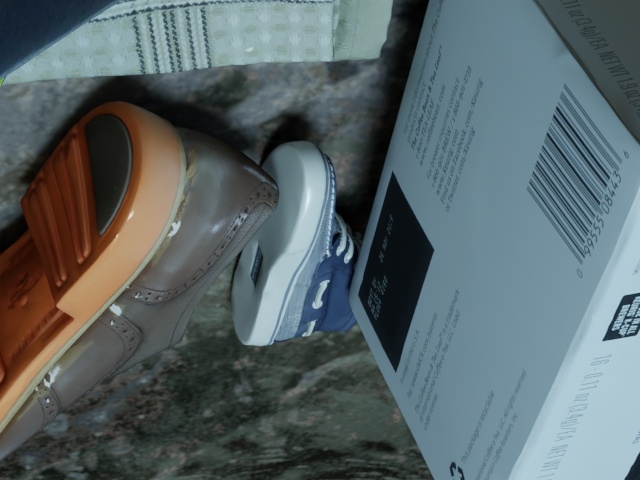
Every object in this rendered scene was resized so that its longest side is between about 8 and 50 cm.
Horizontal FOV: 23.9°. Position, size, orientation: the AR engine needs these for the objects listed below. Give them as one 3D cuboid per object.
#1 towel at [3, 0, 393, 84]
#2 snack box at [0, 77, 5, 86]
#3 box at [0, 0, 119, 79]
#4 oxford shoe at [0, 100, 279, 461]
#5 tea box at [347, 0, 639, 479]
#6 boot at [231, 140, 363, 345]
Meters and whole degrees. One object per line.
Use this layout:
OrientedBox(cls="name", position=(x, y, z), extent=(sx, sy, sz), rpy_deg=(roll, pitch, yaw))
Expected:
OrientedBox(cls="towel", position=(-0.101, -0.190, 0.751), extent=(0.324, 0.056, 0.312), rpy_deg=(-7, 139, -10))
OrientedBox(cls="snack box", position=(-0.251, -0.153, 0.678), extent=(0.174, 0.070, 0.207), rpy_deg=(-4, 139, 24))
OrientedBox(cls="box", position=(-0.148, -0.234, 0.374), extent=(0.293, 0.395, 0.212), rpy_deg=(-35, 139, -8))
OrientedBox(cls="oxford shoe", position=(-0.164, 0.068, 0.974), extent=(0.132, 0.130, 0.363), rpy_deg=(15, 133, -40))
OrientedBox(cls="tea box", position=(0.224, -0.021, 0.882), extent=(0.323, 0.220, 0.329), rpy_deg=(-10, 140, -21))
OrientedBox(cls="boot", position=(0.000, 0.000, 0.996), extent=(0.086, 0.069, 0.190), rpy_deg=(-6, 147, -21))
